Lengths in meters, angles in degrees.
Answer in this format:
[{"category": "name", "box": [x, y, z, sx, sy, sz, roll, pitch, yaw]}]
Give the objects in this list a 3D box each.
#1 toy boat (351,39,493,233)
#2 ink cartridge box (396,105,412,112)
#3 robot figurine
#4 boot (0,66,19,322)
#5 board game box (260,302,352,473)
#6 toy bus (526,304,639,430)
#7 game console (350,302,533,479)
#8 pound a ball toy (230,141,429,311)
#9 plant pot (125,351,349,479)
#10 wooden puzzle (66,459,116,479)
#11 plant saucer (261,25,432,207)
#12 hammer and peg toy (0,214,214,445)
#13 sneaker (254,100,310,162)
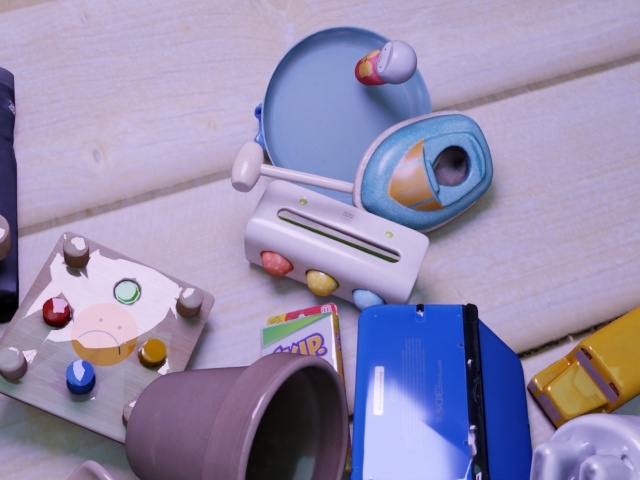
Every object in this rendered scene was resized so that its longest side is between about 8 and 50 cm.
[{"category": "toy boat", "box": [0.151, -0.167, 1.203, 0.267, 0.148, 0.318, -29, 104, -17]}, {"category": "ink cartridge box", "box": [0.106, -0.273, 1.371, 0.099, 0.056, 0.135, -11, 63, -9]}, {"category": "robot figurine", "box": [0.425, 0.329, 0.947, 0.353, 0.300, 0.200, 11, 88, -33]}, {"category": "boot", "box": [-0.674, -0.068, 1.186, 0.366, 0.146, 0.446, -9, 68, -6]}, {"category": "board game box", "box": [-0.025, 0.220, 1.097, 0.124, 0.039, 0.260, -14, 59, 17]}, {"category": "toy bus", "box": [0.484, 0.171, 1.119, 0.332, 0.130, 0.108, -26, 67, -16]}, {"category": "game console", "box": [0.179, 0.254, 1.038, 0.250, 0.173, 0.293, -1, 50, 8]}, {"category": "pound a ball toy", "box": [0.000, 0.000, 1.138, 0.319, 0.208, 0.136, 21, 63, 7]}, {"category": "plant pot", "box": [-0.118, 0.262, 0.953, 0.229, 0.263, 0.263, 5, 58, 31]}, {"category": "wooden puzzle", "box": [-0.308, 0.517, 0.931, 0.322, 0.080, 0.348, 38, 71, 16]}, {"category": "plant saucer", "box": [0.045, -0.204, 1.261, 0.317, 0.043, 0.318, -2, 95, -20]}, {"category": "hammer and peg toy", "box": [-0.367, 0.126, 1.063, 0.361, 0.127, 0.266, 24, 63, -6]}, {"category": "sneaker", "box": [-0.040, -0.243, 1.312, 0.126, 0.091, 0.240, 30, 64, -11]}]
